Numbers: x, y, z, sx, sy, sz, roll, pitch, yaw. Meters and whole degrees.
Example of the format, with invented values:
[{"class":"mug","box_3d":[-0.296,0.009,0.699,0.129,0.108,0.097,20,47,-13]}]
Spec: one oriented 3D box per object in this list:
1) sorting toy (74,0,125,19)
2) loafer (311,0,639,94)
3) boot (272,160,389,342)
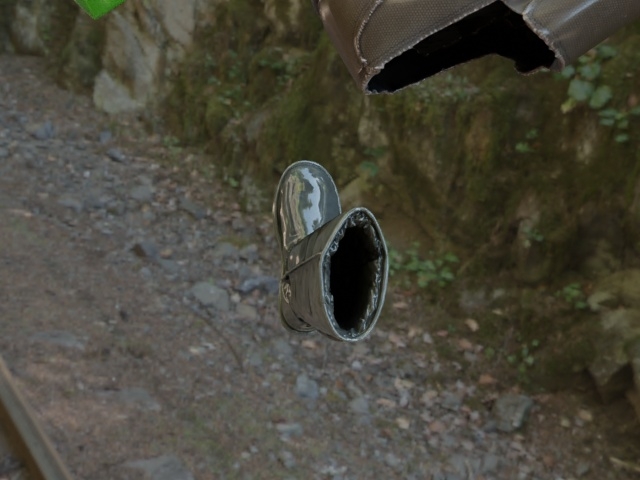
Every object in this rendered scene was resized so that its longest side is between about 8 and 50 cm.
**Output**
[{"class":"sorting toy","box_3d":[-0.199,-0.231,0.362,0.047,0.196,0.347,-40,70,-20]},{"class":"loafer","box_3d":[0.177,-0.180,0.592,0.365,0.130,0.134,-11,-15,13]},{"class":"boot","box_3d":[0.002,-0.001,0.698,0.076,0.190,0.208,-3,-10,-6]}]
